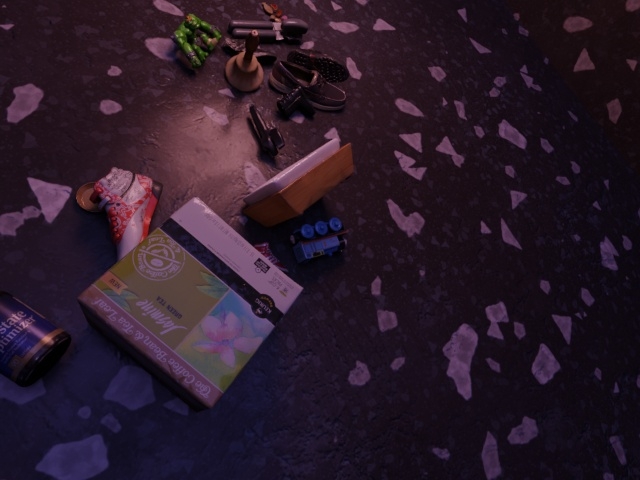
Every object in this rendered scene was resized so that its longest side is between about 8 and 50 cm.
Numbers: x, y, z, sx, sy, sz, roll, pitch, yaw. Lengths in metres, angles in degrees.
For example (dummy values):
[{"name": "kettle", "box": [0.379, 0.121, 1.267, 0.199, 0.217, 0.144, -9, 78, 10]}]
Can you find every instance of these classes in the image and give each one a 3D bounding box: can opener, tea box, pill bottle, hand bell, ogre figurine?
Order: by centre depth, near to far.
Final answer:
[{"name": "pill bottle", "box": [-0.627, 0.178, 0.812, 0.219, 0.123, 0.123, 36, 58, -5]}, {"name": "tea box", "box": [-0.279, 0.147, 0.924, 0.329, 0.220, 0.324, 40, 58, -3]}, {"name": "hand bell", "box": [-0.217, -0.558, 1.241, 0.126, 0.242, 0.126, 1, 86, -16]}, {"name": "can opener", "box": [-0.175, -0.345, 1.293, 0.073, 0.059, 0.186, -29, 70, -5]}, {"name": "ogre figurine", "box": [-0.397, -0.639, 1.305, 0.118, 0.096, 0.197, 36, 72, -27]}, {"name": "can opener", "box": [-0.183, -0.751, 1.454, 0.280, 0.093, 0.074, -14, 75, -24]}]

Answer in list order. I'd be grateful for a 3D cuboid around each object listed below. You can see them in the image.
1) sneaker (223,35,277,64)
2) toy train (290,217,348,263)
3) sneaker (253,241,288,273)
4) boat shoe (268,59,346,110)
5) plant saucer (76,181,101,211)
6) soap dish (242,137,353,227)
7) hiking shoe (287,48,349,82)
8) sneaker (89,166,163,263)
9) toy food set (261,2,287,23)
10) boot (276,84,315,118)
[{"name": "sneaker", "box": [-0.238, -0.648, 1.400, 0.170, 0.051, 0.089, -15, 79, -25]}, {"name": "toy train", "box": [0.000, 0.000, 1.204, 0.184, 0.080, 0.105, -15, 83, -31]}, {"name": "sneaker", "box": [-0.137, 0.047, 1.138, 0.118, 0.042, 0.067, 23, 63, -11]}, {"name": "boat shoe", "box": [-0.032, -0.535, 1.416, 0.285, 0.092, 0.103, 16, 61, -18]}, {"name": "plant saucer", "box": [-0.563, -0.106, 1.031, 0.083, 0.015, 0.084, 9, 65, -20]}, {"name": "soap dish", "box": [-0.057, -0.157, 1.169, 0.291, 0.228, 0.118, -40, 104, -33]}, {"name": "hiking shoe", "box": [0.000, -0.640, 1.470, 0.226, 0.086, 0.114, 19, 43, -4]}, {"name": "sneaker", "box": [-0.486, -0.053, 0.986, 0.144, 0.090, 0.270, 23, 54, -28]}, {"name": "toy food set", "box": [-0.165, -0.843, 1.541, 0.077, 0.019, 0.122, -18, 68, -30]}, {"name": "boot", "box": [-0.083, -0.446, 1.378, 0.099, 0.045, 0.121, -46, 124, -13]}]
